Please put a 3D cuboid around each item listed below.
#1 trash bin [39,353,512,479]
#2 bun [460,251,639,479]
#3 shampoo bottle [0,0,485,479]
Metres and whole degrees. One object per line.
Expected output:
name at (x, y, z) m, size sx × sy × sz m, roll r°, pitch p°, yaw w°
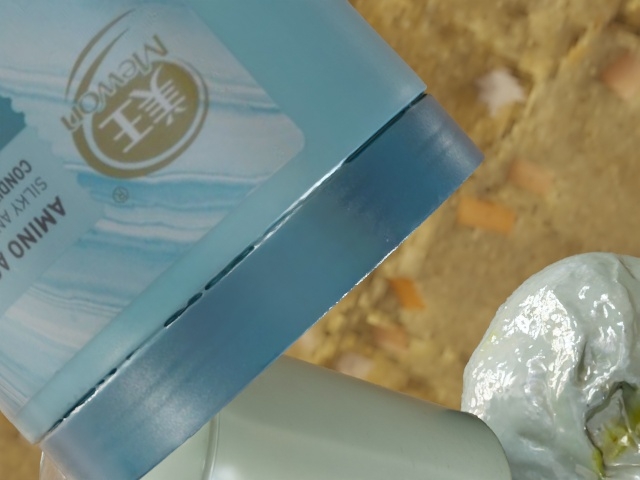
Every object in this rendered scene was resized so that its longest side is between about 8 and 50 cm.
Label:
trash bin at (-0.055, 0.238, 1.876) m, size 0.432 × 0.280 × 0.280 m, roll 17°, pitch -31°, yaw -32°
bun at (0.326, 0.190, 2.088) m, size 0.362 × 0.362 × 0.211 m, roll 29°, pitch -7°, yaw -7°
shampoo bottle at (-0.131, -0.069, 1.222) m, size 0.343 × 0.331 × 0.331 m, roll 48°, pitch -40°, yaw 0°
